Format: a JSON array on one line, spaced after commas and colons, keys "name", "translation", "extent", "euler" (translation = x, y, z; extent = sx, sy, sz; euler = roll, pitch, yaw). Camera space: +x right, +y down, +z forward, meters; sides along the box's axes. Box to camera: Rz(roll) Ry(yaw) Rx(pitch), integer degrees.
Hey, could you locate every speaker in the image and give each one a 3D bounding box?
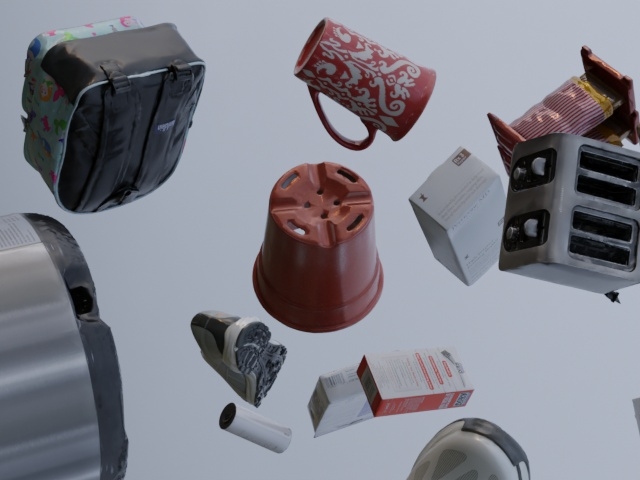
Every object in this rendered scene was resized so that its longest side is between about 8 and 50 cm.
[{"name": "speaker", "translation": [-0.122, 0.351, 2.443], "extent": [0.055, 0.136, 0.055], "euler": [-38, -143, 36]}]

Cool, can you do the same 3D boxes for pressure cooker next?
[{"name": "pressure cooker", "translation": [-0.464, 0.172, 1.452], "extent": [0.370, 0.420, 0.375], "euler": [-39, -113, 61]}]

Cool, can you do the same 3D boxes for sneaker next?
[{"name": "sneaker", "translation": [0.106, 0.442, 1.691], "extent": [0.169, 0.257, 0.447], "euler": [36, -58, 15]}, {"name": "sneaker", "translation": [-0.125, 0.172, 2.005], "extent": [0.108, 0.100, 0.271], "euler": [22, -21, 20]}]

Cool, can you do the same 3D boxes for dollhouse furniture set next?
[{"name": "dollhouse furniture set", "translation": [0.451, -0.106, 1.952], "extent": [0.374, 0.201, 0.152], "euler": [45, -12, 41]}]

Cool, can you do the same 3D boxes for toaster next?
[{"name": "toaster", "translation": [0.320, -0.027, 1.586], "extent": [0.110, 0.185, 0.168], "euler": [159, -57, -68]}]

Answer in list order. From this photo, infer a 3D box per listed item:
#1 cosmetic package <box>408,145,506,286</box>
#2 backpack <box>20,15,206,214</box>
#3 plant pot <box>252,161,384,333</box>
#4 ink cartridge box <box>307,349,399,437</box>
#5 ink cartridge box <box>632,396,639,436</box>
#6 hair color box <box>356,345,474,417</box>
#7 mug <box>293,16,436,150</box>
[{"name": "cosmetic package", "translation": [0.216, -0.032, 1.951], "extent": [0.085, 0.117, 0.231], "euler": [41, -6, 25]}, {"name": "backpack", "translation": [-0.287, -0.165, 1.754], "extent": [0.191, 0.225, 0.253], "euler": [45, -43, 31]}, {"name": "plant pot", "translation": [0.000, 0.000, 2.582], "extent": [0.265, 0.272, 0.272], "euler": [94, -25, -56]}, {"name": "ink cartridge box", "translation": [0.065, 0.305, 2.569], "extent": [0.333, 0.165, 0.065], "euler": [107, -37, -68]}, {"name": "ink cartridge box", "translation": [0.591, 0.302, 2.223], "extent": [0.143, 0.092, 0.090], "euler": [69, 12, -80]}, {"name": "hair color box", "translation": [0.152, 0.226, 2.108], "extent": [0.053, 0.167, 0.093], "euler": [110, -31, -44]}, {"name": "mug", "translation": [0.049, -0.208, 1.780], "extent": [0.150, 0.169, 0.113], "euler": [-62, -165, -2]}]
